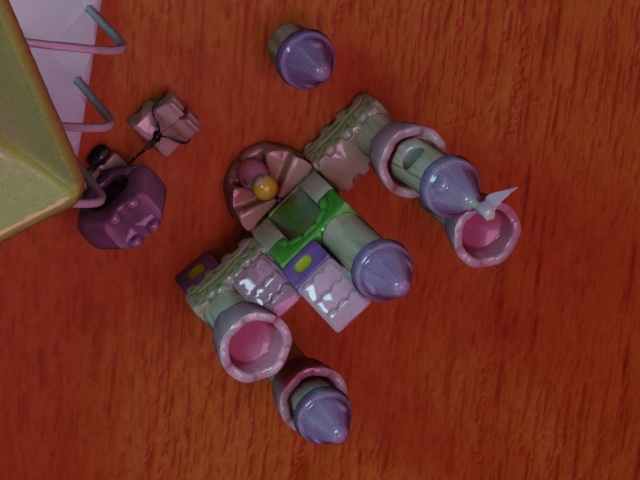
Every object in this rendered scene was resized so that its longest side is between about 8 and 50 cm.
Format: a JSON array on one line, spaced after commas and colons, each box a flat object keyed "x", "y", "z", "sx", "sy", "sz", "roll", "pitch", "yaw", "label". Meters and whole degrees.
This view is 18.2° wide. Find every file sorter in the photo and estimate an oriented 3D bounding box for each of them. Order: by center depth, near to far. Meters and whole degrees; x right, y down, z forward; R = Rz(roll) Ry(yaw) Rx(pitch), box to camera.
[{"x": -0.252, "y": -0.177, "z": 1.590, "sx": 0.193, "sy": 0.173, "sz": 0.277, "roll": 4, "pitch": 109, "yaw": -22, "label": "file sorter"}]

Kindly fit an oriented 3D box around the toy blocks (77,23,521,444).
[{"x": 0.000, "y": 0.000, "z": 1.708, "sx": 0.288, "sy": 0.260, "sz": 0.309, "roll": -44, "pitch": 119, "yaw": 0, "label": "toy blocks"}]

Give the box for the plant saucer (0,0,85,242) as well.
[{"x": -0.361, "y": -0.074, "z": 1.389, "sx": 0.333, "sy": 0.081, "sz": 0.333, "roll": -28, "pitch": 146, "yaw": -9, "label": "plant saucer"}]
